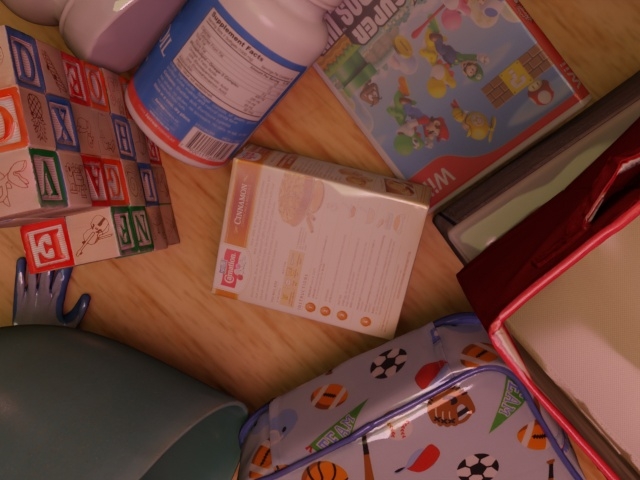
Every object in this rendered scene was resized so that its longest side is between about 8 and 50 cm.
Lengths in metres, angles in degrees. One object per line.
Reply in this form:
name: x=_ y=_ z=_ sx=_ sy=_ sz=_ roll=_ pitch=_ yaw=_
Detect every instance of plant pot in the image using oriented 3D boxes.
plant pot: x=-0.244 y=0.212 z=0.709 sx=0.235 sy=0.293 sz=0.293 roll=30 pitch=96 yaw=17

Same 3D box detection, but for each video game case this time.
video game case: x=0.081 y=-0.184 z=0.710 sx=0.285 sy=0.025 sz=0.204 roll=53 pitch=136 yaw=1

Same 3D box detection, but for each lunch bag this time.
lunch bag: x=0.080 y=0.220 z=0.722 sx=0.303 sy=0.115 sz=0.243 roll=-28 pitch=117 yaw=13

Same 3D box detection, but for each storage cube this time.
storage cube: x=0.203 y=0.041 z=0.393 sx=0.184 sy=0.193 sz=0.215 roll=-43 pitch=90 yaw=7

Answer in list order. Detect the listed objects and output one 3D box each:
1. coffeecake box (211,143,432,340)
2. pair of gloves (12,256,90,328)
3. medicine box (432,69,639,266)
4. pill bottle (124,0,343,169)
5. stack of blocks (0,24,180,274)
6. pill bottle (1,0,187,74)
coffeecake box: x=0.000 y=0.000 z=0.751 sx=0.186 sy=0.068 sz=0.142 roll=14 pitch=111 yaw=5
pair of gloves: x=-0.347 y=0.074 z=0.833 sx=0.198 sy=0.023 sz=0.159 roll=10 pitch=95 yaw=6
medicine box: x=0.243 y=-0.031 z=0.628 sx=0.263 sy=0.289 sz=0.149 roll=-36 pitch=89 yaw=7
pill bottle: x=-0.071 y=-0.181 z=0.707 sx=0.124 sy=0.124 sz=0.221 roll=46 pitch=114 yaw=2
stack of blocks: x=-0.221 y=-0.062 z=0.672 sx=0.087 sy=0.297 sz=0.171 roll=-12 pitch=91 yaw=6
pill bottle: x=-0.259 y=-0.326 z=0.715 sx=0.188 sy=0.188 sz=0.334 roll=-38 pitch=89 yaw=7
